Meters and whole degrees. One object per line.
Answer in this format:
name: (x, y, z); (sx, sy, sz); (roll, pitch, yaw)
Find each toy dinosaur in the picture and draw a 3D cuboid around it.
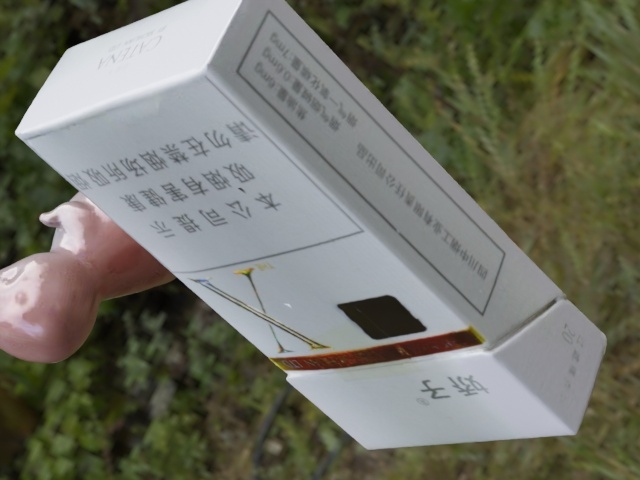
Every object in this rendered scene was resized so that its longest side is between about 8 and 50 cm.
toy dinosaur: (-0.113, -0.010, 1.028); (0.177, 0.194, 0.152); (-93, 13, -44)

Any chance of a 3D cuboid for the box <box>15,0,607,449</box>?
box: (0.000, 0.000, 0.466); (0.084, 0.154, 0.040); (-15, 41, 44)
